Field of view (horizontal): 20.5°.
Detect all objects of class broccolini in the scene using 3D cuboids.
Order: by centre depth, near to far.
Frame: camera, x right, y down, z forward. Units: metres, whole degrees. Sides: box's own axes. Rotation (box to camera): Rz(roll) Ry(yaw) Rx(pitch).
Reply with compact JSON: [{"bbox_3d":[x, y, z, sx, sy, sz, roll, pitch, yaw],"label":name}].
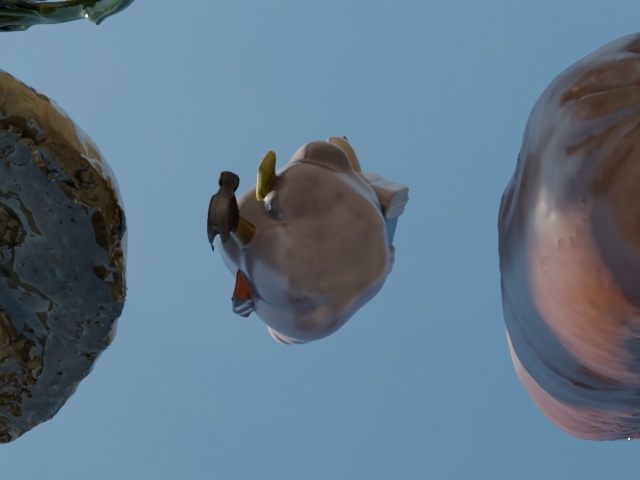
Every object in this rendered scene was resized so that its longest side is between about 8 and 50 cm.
[{"bbox_3d":[-0.228,-0.203,1.306,0.123,0.271,0.062,35,-122,-47],"label":"broccolini"}]

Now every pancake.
[{"bbox_3d":[-0.313,0.014,1.144,0.387,0.387,0.082,15,-147,-20],"label":"pancake"}]

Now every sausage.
[{"bbox_3d":[0.100,0.019,0.561,0.088,0.088,0.433,44,179,13],"label":"sausage"}]

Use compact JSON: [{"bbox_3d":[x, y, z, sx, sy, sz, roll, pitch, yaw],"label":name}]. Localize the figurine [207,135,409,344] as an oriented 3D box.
[{"bbox_3d":[0.000,0.000,1.159,0.112,0.137,0.229,25,-163,14],"label":"figurine"}]
